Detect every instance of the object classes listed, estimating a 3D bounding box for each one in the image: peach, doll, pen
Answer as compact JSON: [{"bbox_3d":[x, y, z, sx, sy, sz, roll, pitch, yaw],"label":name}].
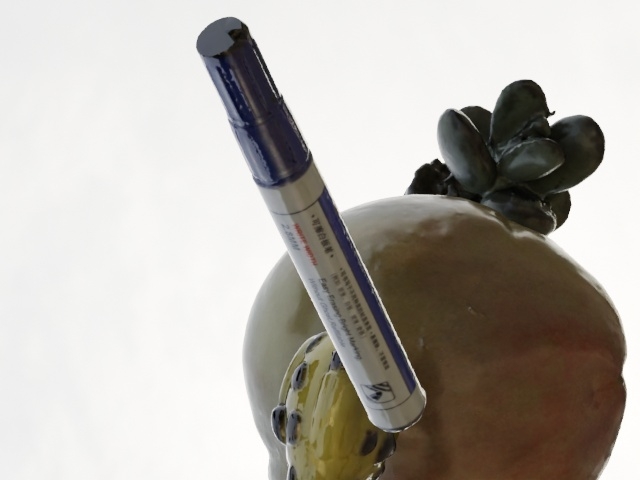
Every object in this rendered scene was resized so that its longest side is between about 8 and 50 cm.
[{"bbox_3d":[0.082,0.108,1.346,0.247,0.292,0.292,9,-106,-46],"label":"peach"},{"bbox_3d":[0.000,0.167,1.059,0.117,0.086,0.291,81,-161,-55],"label":"doll"},{"bbox_3d":[0.000,0.000,0.658,0.204,0.025,0.025,65,-148,-44],"label":"pen"}]

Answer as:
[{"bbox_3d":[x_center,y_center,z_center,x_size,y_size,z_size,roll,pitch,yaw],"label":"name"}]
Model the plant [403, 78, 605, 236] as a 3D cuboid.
[{"bbox_3d":[0.146,-0.028,1.574,0.146,0.274,0.149,-9,-120,-20],"label":"plant"}]
